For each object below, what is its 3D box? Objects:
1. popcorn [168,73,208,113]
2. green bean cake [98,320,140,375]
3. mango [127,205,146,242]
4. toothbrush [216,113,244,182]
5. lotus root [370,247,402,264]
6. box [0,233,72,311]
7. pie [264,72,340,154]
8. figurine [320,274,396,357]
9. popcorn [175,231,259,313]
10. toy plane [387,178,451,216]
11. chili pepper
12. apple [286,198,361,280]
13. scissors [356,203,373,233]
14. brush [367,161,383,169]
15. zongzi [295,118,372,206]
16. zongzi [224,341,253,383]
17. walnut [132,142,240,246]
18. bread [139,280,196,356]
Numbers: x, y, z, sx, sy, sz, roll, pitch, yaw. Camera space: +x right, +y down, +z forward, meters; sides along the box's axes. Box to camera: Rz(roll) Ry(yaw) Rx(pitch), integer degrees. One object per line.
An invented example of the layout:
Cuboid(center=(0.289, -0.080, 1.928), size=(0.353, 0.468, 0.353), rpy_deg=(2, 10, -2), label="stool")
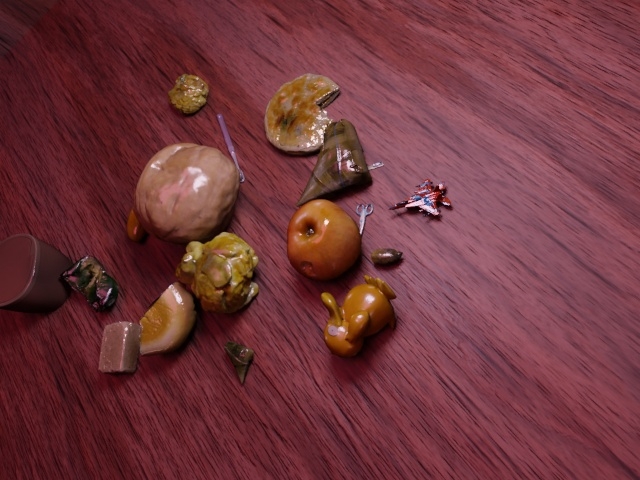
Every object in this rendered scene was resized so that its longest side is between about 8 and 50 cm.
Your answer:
Cuboid(center=(-0.538, -0.603, 2.165), size=(0.174, 0.142, 0.173), rpy_deg=(-7, 80, 44), label="popcorn")
Cuboid(center=(-0.704, 0.379, 1.861), size=(0.109, 0.085, 0.179), rpy_deg=(-8, 68, 21), label="green bean cake")
Cuboid(center=(-0.691, -0.082, 2.046), size=(0.102, 0.085, 0.184), rpy_deg=(16, 87, 24), label="mango")
Cuboid(center=(-0.348, -0.364, 2.037), size=(0.024, 0.029, 0.353), rpy_deg=(-22, 61, -1), label="toothbrush")
Cuboid(center=(0.202, 0.050, 1.616), size=(0.099, 0.054, 0.049), rpy_deg=(-6, 58, 21), label="lotus root")
Cuboid(center=(-1.130, 0.141, 2.071), size=(0.301, 0.216, 0.300), rpy_deg=(-8, 69, 20), label="box")
Cuboid(center=(-0.073, -0.454, 1.927), size=(0.338, 0.075, 0.337), rpy_deg=(-8, 69, 20), label="pie")
Cuboid(center=(0.107, 0.219, 1.525), size=(0.228, 0.215, 0.215), rpy_deg=(-20, 60, -11), label="figurine")
Cuboid(center=(-0.334, 0.098, 1.732), size=(0.277, 0.225, 0.276), rpy_deg=(-8, 65, 17), label="popcorn")
Cuboid(center=(0.301, -0.120, 1.639), size=(0.189, 0.061, 0.130), rpy_deg=(-19, 64, 20), label="toy plane")
Cuboid(center=(-0.845, 0.172, 2.004), size=(0.265, 0.116, 0.148), rpy_deg=(33, 74, 30), label="chili pepper")
Cuboid(center=(0.000, 0.000, 1.616), size=(0.242, 0.241, 0.242), rpy_deg=(-7, 68, 18), label="apple")
Cuboid(center=(0.136, -0.065, 1.714), size=(0.058, 0.014, 0.119), rpy_deg=(1, 67, 28), label="scissors")
Cuboid(center=(0.169, -0.246, 1.774), size=(0.084, 0.013, 0.016), rpy_deg=(-18, 66, 18), label="brush")
Cuboid(center=(0.013, -0.263, 1.789), size=(0.274, 0.125, 0.250), rpy_deg=(-23, 63, 20), label="zongzi")
Cuboid(center=(-0.273, 0.389, 1.696), size=(0.104, 0.052, 0.113), rpy_deg=(13, 88, 35), label="zongzi")
Cuboid(center=(-0.455, -0.154, 1.832), size=(0.382, 0.381, 0.381), rpy_deg=(-9, 67, 20), label="walnut")
Cuboid(center=(-0.502, 0.281, 1.786), size=(0.156, 0.158, 0.260), rpy_deg=(42, 93, 11), label="bread")
